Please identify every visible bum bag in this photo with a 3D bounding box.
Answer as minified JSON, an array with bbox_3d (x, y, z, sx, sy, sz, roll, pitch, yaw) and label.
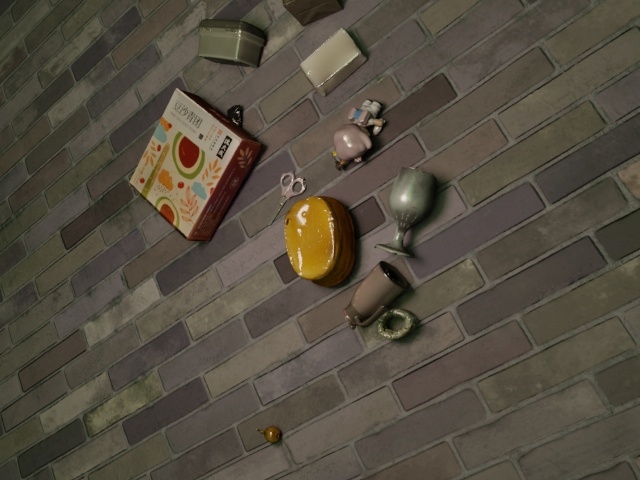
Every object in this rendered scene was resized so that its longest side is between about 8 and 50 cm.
[{"bbox_3d":[-0.289,-0.394,1.951,0.058,0.034,0.124,-1,87,28],"label":"bum bag"}]

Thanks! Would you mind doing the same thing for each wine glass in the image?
[{"bbox_3d":[0.239,-0.077,1.601,0.127,0.126,0.241,19,96,27],"label":"wine glass"}]

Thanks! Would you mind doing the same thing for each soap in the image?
[{"bbox_3d":[0.038,-0.550,1.789,0.183,0.064,0.121,-37,69,18],"label":"soap"}]

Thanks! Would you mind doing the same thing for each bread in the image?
[{"bbox_3d":[0.000,0.000,1.701,0.196,0.143,0.269,-14,76,27],"label":"bread"}]

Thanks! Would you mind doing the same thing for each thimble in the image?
[{"bbox_3d":[0.215,0.232,1.612,0.110,0.062,0.084,-14,81,25],"label":"thimble"}]

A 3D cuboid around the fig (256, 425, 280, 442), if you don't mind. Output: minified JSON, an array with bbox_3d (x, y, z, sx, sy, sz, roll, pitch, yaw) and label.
[{"bbox_3d":[-0.159,0.588,1.770,0.083,0.050,0.050,3,85,37],"label":"fig"}]

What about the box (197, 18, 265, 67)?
[{"bbox_3d":[-0.301,-0.656,1.928,0.210,0.148,0.129,16,100,30],"label":"box"}]

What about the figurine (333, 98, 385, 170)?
[{"bbox_3d":[0.106,-0.314,1.708,0.137,0.112,0.228,28,87,32],"label":"figurine"}]

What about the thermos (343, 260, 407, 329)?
[{"bbox_3d":[0.145,0.168,1.622,0.193,0.105,0.137,-47,30,20],"label":"thermos"}]

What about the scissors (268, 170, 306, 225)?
[{"bbox_3d":[-0.118,-0.129,1.849,0.100,0.015,0.188,35,102,27],"label":"scissors"}]

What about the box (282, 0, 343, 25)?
[{"bbox_3d":[-0.041,-0.826,1.812,0.149,0.155,0.231,-15,76,22],"label":"box"}]

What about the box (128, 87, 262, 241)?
[{"bbox_3d":[-0.426,-0.249,1.934,0.345,0.122,0.385,39,108,25],"label":"box"}]
